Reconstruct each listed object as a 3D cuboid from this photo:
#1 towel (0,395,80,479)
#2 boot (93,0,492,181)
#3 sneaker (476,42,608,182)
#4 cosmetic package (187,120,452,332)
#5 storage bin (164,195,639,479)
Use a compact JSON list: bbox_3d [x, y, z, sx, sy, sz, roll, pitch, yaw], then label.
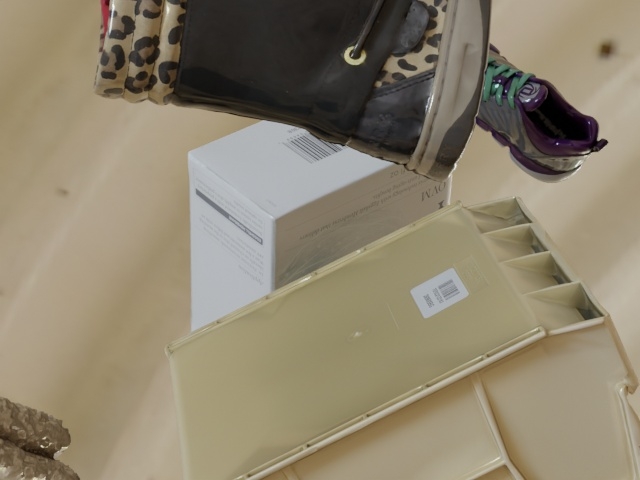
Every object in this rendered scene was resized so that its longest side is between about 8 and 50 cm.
[{"bbox_3d":[-0.240,0.099,0.871,0.282,0.187,0.049,46,-154,-67],"label":"towel"},{"bbox_3d":[-0.017,-0.230,1.495,0.138,0.284,0.377,112,164,-61],"label":"boot"},{"bbox_3d":[0.153,-0.142,1.722,0.224,0.098,0.083,34,-109,-6],"label":"sneaker"},{"bbox_3d":[0.000,0.000,1.884,0.224,0.138,0.224,-26,-45,-32],"label":"cosmetic package"},{"bbox_3d":[0.046,0.103,1.186,0.260,0.262,0.123,-26,-72,2],"label":"storage bin"}]
